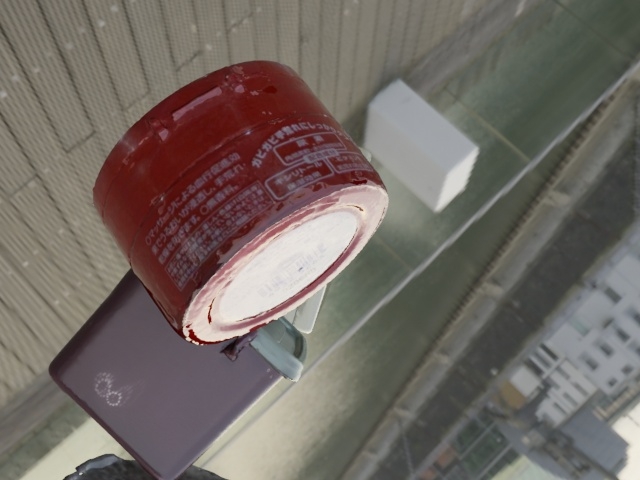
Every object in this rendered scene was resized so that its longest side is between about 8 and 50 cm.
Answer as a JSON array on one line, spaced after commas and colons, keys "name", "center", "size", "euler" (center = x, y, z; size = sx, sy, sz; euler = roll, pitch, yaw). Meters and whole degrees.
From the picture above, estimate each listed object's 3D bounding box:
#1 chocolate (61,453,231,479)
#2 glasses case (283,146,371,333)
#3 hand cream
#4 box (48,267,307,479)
[{"name": "chocolate", "center": [-0.184, 0.403, 0.983], "size": [0.303, 0.303, 0.213], "euler": [-7, 120, -66]}, {"name": "glasses case", "center": [0.000, 0.000, 1.407], "size": [0.131, 0.070, 0.313], "euler": [-65, 174, -50]}, {"name": "hand cream", "center": [-0.056, -0.024, 0.658], "size": [0.193, 0.125, 0.193], "euler": [-31, 159, -13]}, {"name": "box", "center": [-0.132, 0.108, 0.887], "size": [0.167, 0.193, 0.294], "euler": [-48, 179, -1]}]
